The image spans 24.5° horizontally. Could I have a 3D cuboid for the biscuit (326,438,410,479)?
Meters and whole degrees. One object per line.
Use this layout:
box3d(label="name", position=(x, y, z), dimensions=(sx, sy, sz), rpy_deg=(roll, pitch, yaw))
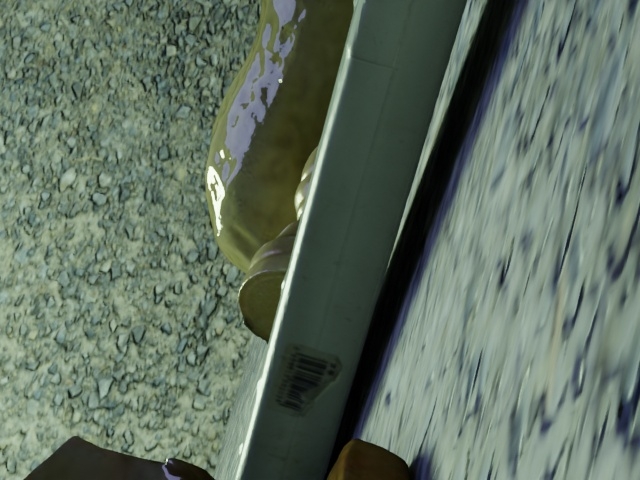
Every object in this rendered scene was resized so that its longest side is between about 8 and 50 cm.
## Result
box3d(label="biscuit", position=(-0.012, 0.164, 0.426), dimensions=(0.142, 0.029, 0.220), rpy_deg=(121, 166, -77))

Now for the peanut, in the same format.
box3d(label="peanut", position=(0.000, -0.108, 0.951), dimensions=(0.125, 0.111, 0.274), rpy_deg=(-131, 60, -71))

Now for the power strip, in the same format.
box3d(label="power strip", position=(0.010, -0.002, 0.657), dimensions=(0.106, 0.043, 0.367), rpy_deg=(-80, 4, -59))

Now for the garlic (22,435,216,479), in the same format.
box3d(label="garlic", position=(-0.111, 0.252, 0.665), dimensions=(0.279, 0.132, 0.325), rpy_deg=(-79, -1, -45))

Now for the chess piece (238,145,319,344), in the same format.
box3d(label="chess piece", position=(0.000, 0.000, 0.830), dimensions=(0.122, 0.066, 0.066), rpy_deg=(-70, -1, -45))
